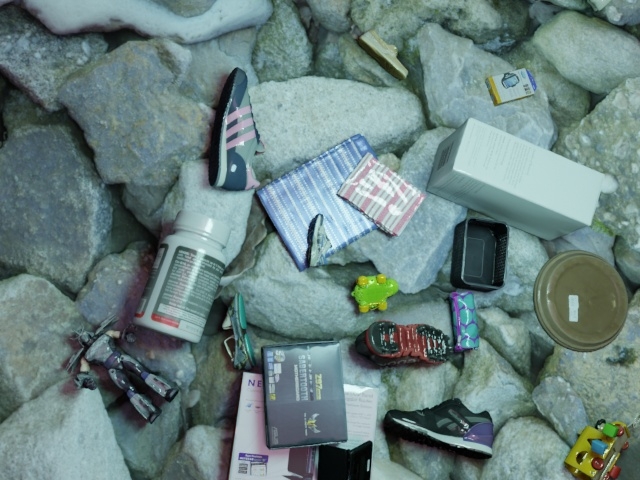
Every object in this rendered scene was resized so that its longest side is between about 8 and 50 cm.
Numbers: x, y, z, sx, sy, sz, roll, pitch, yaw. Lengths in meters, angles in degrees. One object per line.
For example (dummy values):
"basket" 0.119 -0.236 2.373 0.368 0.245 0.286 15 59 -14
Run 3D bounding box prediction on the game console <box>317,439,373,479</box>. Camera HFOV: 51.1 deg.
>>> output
"game console" 0.057 0.508 1.522 0.107 0.071 0.122 -15 117 -38

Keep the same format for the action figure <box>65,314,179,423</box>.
"action figure" -0.462 0.290 1.545 0.285 0.099 0.185 39 84 3

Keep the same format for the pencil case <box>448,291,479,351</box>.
"pencil case" 0.368 0.209 1.720 0.070 0.064 0.152 6 74 -45

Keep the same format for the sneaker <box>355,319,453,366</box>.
"sneaker" 0.202 0.262 1.668 0.276 0.135 0.098 11 63 -31

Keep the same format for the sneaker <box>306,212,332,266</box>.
"sneaker" 0.000 0.000 1.684 0.058 0.052 0.135 7 89 -19

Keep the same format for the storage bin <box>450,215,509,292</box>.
"storage bin" 0.416 0.038 1.753 0.122 0.084 0.180 9 77 -8

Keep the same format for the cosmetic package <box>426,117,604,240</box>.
"cosmetic package" 0.498 -0.149 1.737 0.384 0.217 0.156 21 77 -7

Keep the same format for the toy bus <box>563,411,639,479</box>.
"toy bus" 0.703 0.519 1.702 0.202 0.104 0.191 -7 112 -42

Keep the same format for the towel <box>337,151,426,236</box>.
"towel" 0.159 -0.119 1.732 0.197 0.029 0.144 37 78 -4

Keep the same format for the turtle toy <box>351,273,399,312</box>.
"turtle toy" 0.139 0.126 1.695 0.130 0.066 0.095 -6 104 -14

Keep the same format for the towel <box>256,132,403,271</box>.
"towel" 0.031 -0.104 1.742 0.336 0.040 0.243 -30 88 -12

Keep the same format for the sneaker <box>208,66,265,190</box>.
"sneaker" -0.201 -0.277 1.706 0.131 0.112 0.319 12 80 -25

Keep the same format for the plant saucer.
"plant saucer" 0.709 0.160 1.805 0.277 0.041 0.278 2 80 -10

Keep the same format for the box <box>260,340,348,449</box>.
"box" -0.038 0.352 1.539 0.183 0.059 0.233 -2 80 -11

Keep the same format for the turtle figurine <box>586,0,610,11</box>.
"turtle figurine" 0.761 -0.807 1.918 0.266 0.198 0.275 46 79 -3

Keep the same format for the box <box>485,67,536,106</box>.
"box" 0.542 -0.435 1.895 0.136 0.028 0.081 -16 82 -15

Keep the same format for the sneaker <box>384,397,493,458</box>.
"sneaker" 0.294 0.444 1.660 0.283 0.107 0.124 19 62 -10

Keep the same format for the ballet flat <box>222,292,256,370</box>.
"ballet flat" -0.205 0.223 1.621 0.070 0.070 0.189 -10 78 -12

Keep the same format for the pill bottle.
"pill bottle" -0.316 0.085 1.575 0.161 0.161 0.283 19 77 -6

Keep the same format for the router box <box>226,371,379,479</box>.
"router box" -0.044 0.481 1.588 0.335 0.082 0.301 8 78 -8

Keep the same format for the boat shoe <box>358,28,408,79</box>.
"boat shoe" 0.181 -0.511 1.826 0.170 0.063 0.059 43 81 1
